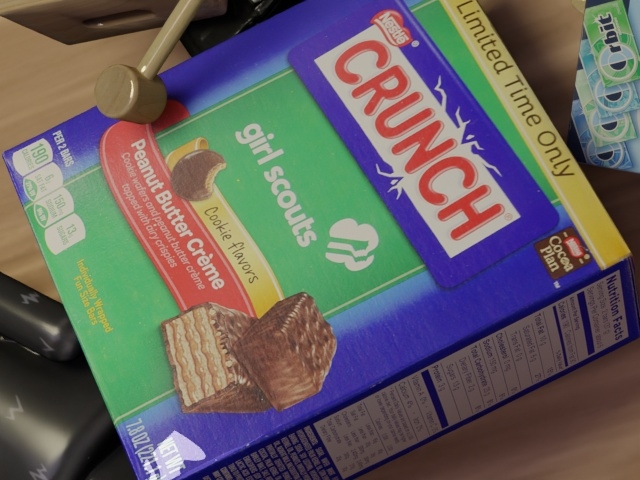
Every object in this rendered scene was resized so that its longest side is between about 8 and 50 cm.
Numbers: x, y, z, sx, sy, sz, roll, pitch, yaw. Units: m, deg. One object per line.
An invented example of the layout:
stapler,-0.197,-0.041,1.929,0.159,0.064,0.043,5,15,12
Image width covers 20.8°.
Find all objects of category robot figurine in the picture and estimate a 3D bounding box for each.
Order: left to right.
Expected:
robot figurine,-0.213,0.131,1.237,0.278,0.173,0.209,30,95,19

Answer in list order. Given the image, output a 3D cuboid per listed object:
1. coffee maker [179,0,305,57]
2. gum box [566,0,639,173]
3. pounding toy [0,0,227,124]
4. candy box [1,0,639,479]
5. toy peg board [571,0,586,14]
coffee maker,-0.086,-0.188,1.198,0.171,0.120,0.178,-38,66,-1
gum box,0.249,-0.110,1.049,0.184,0.041,0.157,11,116,15
pounding toy,-0.107,-0.167,1.097,0.181,0.094,0.206,-7,78,27
candy box,0.000,0.000,1.089,0.317,0.122,0.268,-26,61,-3
toy peg board,0.259,-0.169,1.091,0.160,0.079,0.161,42,106,17
